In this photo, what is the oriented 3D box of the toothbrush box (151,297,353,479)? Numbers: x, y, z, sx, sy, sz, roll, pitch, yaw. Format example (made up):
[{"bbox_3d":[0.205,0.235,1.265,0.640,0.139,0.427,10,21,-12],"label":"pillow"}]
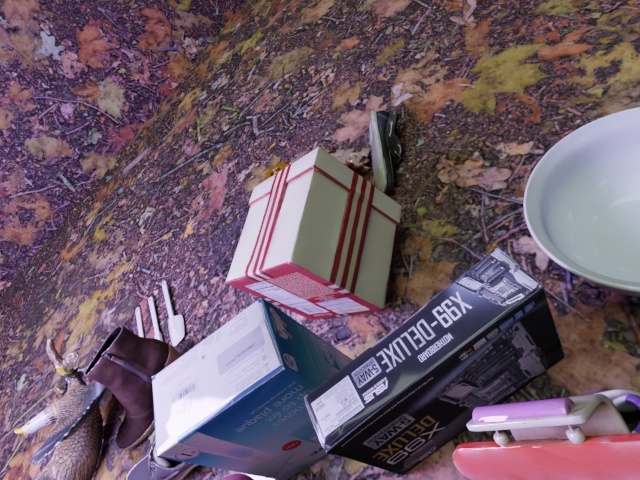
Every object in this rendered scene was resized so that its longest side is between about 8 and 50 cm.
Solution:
[{"bbox_3d":[-0.072,0.250,0.650,0.216,0.295,0.126,-36,46,8],"label":"toothbrush box"}]

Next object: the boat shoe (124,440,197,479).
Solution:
[{"bbox_3d":[-0.296,0.426,0.831,0.285,0.092,0.103,-32,45,14],"label":"boat shoe"}]

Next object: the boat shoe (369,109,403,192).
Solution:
[{"bbox_3d":[0.159,-0.215,0.976,0.078,0.084,0.233,2,60,-3],"label":"boat shoe"}]

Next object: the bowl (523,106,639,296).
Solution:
[{"bbox_3d":[0.458,-0.035,0.582,0.297,0.134,0.298,-20,49,24],"label":"bowl"}]

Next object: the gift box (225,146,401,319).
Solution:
[{"bbox_3d":[0.000,0.000,0.823,0.255,0.276,0.259,-15,54,45],"label":"gift box"}]

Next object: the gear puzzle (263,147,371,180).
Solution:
[{"bbox_3d":[-0.030,-0.169,1.107,0.338,0.044,0.176,7,57,38],"label":"gear puzzle"}]

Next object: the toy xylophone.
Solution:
[{"bbox_3d":[0.291,0.271,0.385,0.236,0.081,0.323,-41,81,42],"label":"toy xylophone"}]

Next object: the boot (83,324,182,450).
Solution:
[{"bbox_3d":[-0.439,0.329,0.927,0.090,0.207,0.249,14,68,42],"label":"boot"}]

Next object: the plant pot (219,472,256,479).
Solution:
[{"bbox_3d":[-0.095,0.446,0.588,0.180,0.201,0.202,19,71,42],"label":"plant pot"}]

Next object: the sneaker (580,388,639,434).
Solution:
[{"bbox_3d":[0.392,0.203,0.439,0.281,0.161,0.102,-22,47,21],"label":"sneaker"}]

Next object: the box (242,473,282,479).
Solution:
[{"bbox_3d":[-0.113,0.463,0.717,0.081,0.028,0.136,-11,56,31],"label":"box"}]

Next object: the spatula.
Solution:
[{"bbox_3d":[-0.453,0.229,1.151,0.168,0.019,0.242,-45,43,9],"label":"spatula"}]

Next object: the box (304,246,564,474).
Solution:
[{"bbox_3d":[0.166,0.184,0.561,0.307,0.242,0.077,-39,44,5],"label":"box"}]

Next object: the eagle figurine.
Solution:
[{"bbox_3d":[-0.575,0.413,0.956,0.225,0.226,0.298,-42,48,-5],"label":"eagle figurine"}]
